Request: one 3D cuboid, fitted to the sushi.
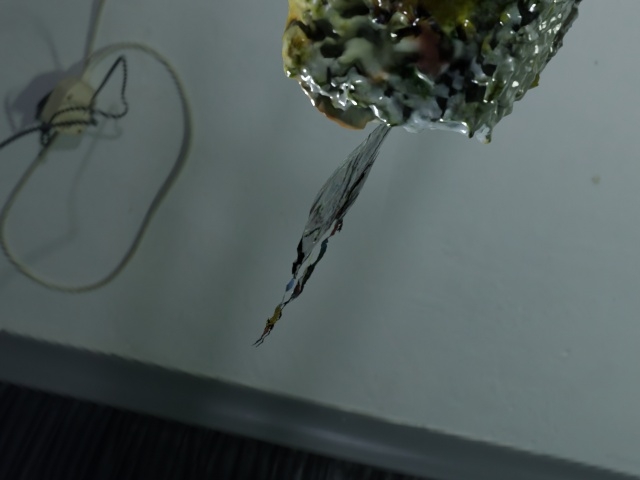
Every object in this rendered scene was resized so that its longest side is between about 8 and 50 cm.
[{"bbox_3d":[0.096,-0.195,0.765,0.184,0.139,0.274,34,113,8],"label":"sushi"}]

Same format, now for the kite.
[{"bbox_3d":[0.000,0.000,0.986,0.015,0.152,0.285,37,140,7],"label":"kite"}]
